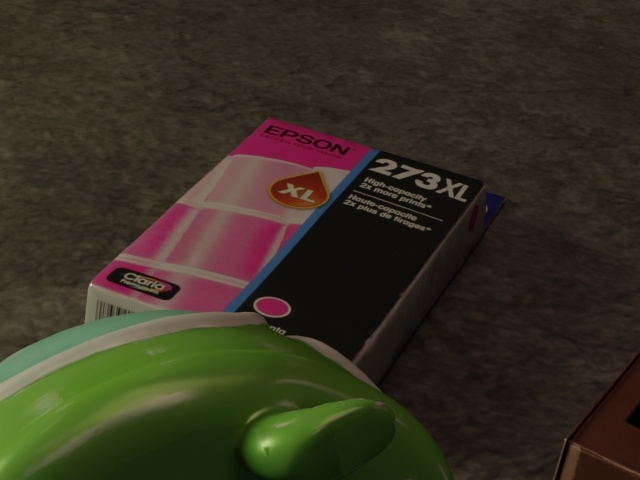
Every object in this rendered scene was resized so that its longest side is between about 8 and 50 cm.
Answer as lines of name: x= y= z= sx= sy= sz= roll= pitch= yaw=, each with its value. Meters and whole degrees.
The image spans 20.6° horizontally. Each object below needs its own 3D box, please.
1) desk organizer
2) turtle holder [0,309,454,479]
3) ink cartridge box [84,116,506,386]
desk organizer: x=0.191 y=0.119 z=1.075 sx=0.050 sy=0.047 sz=0.130 roll=24 pitch=34 yaw=21
turtle holder: x=-0.100 y=0.166 z=0.781 sx=0.320 sy=0.243 sz=0.227 roll=-44 pitch=29 yaw=-7
ink cartridge box: x=0.000 y=0.000 z=1.219 sx=0.176 sy=0.069 sz=0.371 roll=18 pitch=29 yaw=15
